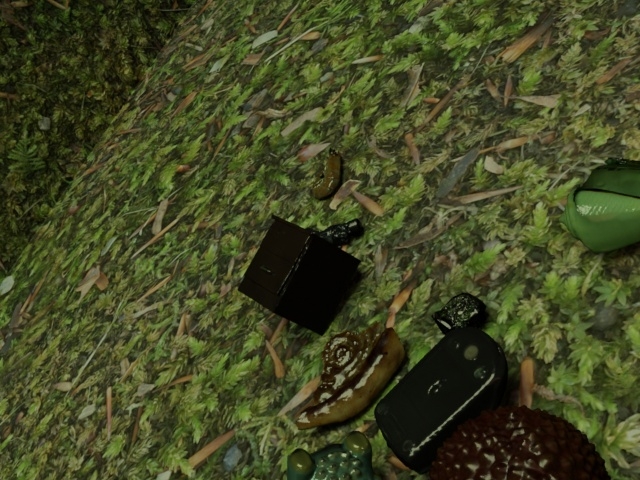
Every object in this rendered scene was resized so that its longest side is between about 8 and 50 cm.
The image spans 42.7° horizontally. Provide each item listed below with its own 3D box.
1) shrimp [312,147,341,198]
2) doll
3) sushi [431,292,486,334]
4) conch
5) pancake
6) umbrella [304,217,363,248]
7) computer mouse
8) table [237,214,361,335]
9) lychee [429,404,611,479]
[{"bbox_3d":[0.021,-0.180,2.196,0.099,0.041,0.180,-32,35,40],"label":"shrimp"},{"bbox_3d":[0.057,0.464,1.376,0.177,0.161,0.261,-11,26,-24],"label":"doll"},{"bbox_3d":[0.279,0.149,1.587,0.083,0.056,0.085,-44,34,-14],"label":"sushi"},{"bbox_3d":[0.556,-0.073,1.475,0.251,0.137,0.143,-29,37,19],"label":"conch"},{"bbox_3d":[0.069,0.267,1.660,0.212,0.056,0.257,-13,45,35],"label":"pancake"},{"bbox_3d":[0.000,-0.002,2.004,0.224,0.080,0.071,-23,5,20],"label":"umbrella"},{"bbox_3d":[0.227,0.284,1.454,0.269,0.100,0.170,-44,33,6],"label":"computer mouse"},{"bbox_3d":[-0.054,0.077,1.845,0.169,0.172,0.193,25,86,53],"label":"table"},{"bbox_3d":[0.290,0.371,1.171,0.276,0.304,0.275,-2,62,4],"label":"lychee"}]
